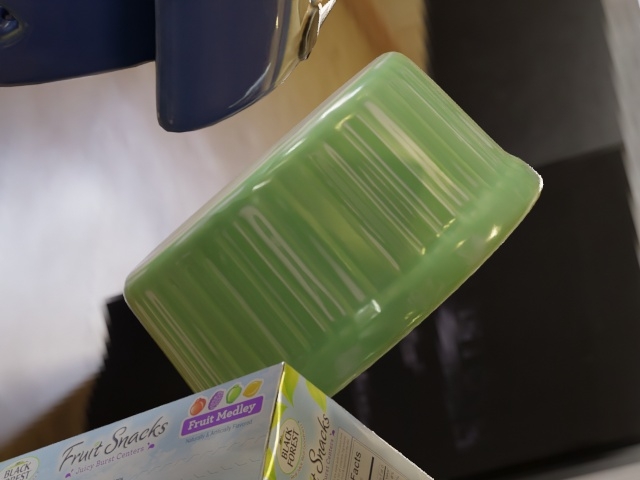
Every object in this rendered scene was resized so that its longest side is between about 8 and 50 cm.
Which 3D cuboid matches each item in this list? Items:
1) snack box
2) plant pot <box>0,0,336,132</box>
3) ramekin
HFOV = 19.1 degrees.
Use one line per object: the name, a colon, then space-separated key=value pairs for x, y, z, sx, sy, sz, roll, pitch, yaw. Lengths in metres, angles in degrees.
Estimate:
snack box: x=-0.018 y=0.148 z=0.795 sx=0.207 sy=0.174 sz=0.070 roll=40 pitch=44 yaw=-36
plant pot: x=-0.074 y=-0.186 z=0.628 sx=0.236 sy=0.212 sz=0.236 roll=94 pitch=17 yaw=-44
ramekin: x=0.000 y=0.000 z=1.384 sx=0.148 sy=0.303 sz=0.303 roll=49 pitch=21 yaw=-4
